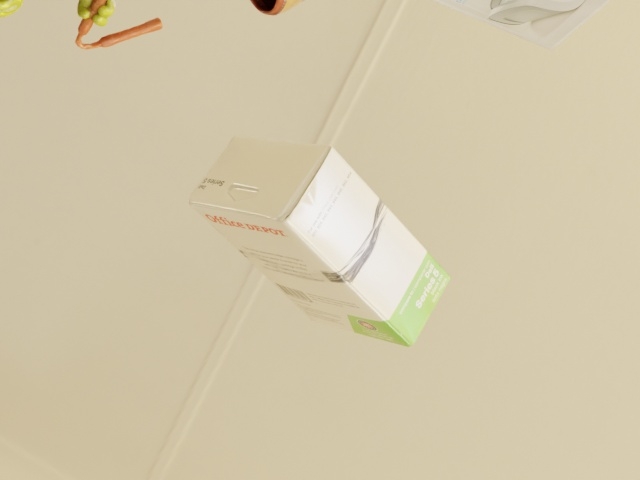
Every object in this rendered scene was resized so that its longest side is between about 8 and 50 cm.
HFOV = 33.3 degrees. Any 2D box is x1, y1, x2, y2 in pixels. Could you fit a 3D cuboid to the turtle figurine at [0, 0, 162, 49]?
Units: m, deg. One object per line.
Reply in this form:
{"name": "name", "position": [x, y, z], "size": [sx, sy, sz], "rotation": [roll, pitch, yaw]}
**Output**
{"name": "turtle figurine", "position": [-0.261, -0.239, 0.889], "size": [0.270, 0.087, 0.217], "rotation": [6, -15, -10]}

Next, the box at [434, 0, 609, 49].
{"name": "box", "position": [0.252, -0.369, 1.202], "size": [0.231, 0.126, 0.262], "rotation": [15, -35, -29]}

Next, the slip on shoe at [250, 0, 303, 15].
{"name": "slip on shoe", "position": [-0.129, -0.318, 0.929], "size": [0.331, 0.101, 0.123], "rotation": [38, -31, -5]}

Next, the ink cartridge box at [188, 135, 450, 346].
{"name": "ink cartridge box", "position": [0.000, 0.000, 1.327], "size": [0.198, 0.114, 0.273], "rotation": [11, -27, 48]}
